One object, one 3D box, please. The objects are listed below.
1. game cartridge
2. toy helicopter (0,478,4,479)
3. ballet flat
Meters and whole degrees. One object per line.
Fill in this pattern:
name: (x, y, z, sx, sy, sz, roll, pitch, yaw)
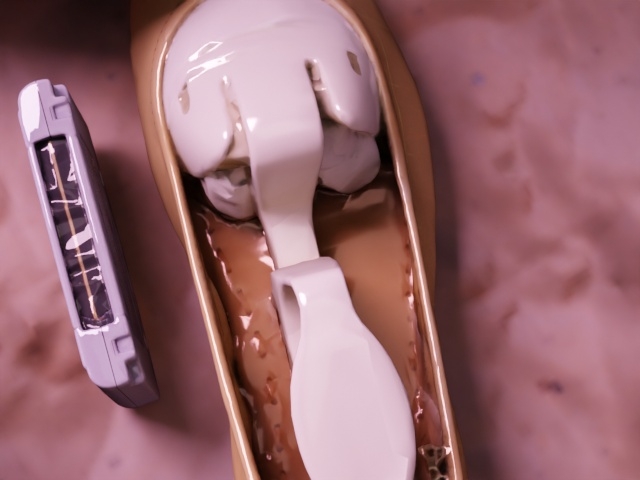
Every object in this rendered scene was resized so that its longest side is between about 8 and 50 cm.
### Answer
game cartridge: (-0.062, 0.003, 0.473, 0.017, 0.056, 0.083, -16, 78, 1)
toy helicopter: (-0.146, 0.079, 0.407, 0.355, 0.140, 0.235, 17, 89, 7)
ballet flat: (0.000, 0.000, 0.468, 0.080, 0.073, 0.232, -15, 77, -4)
